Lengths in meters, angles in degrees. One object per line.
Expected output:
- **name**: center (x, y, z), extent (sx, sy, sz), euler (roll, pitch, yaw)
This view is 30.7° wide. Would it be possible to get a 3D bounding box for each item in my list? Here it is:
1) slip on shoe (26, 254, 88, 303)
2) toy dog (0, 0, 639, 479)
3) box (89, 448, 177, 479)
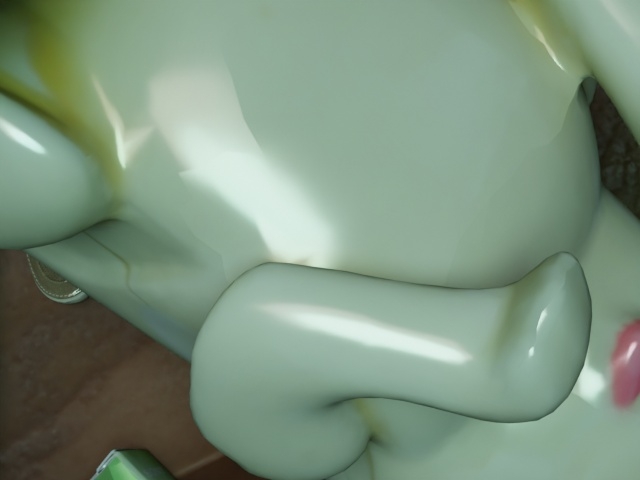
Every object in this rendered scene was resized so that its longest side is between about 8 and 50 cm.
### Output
- **slip on shoe**: center (-0.157, -0.030, 0.707), extent (0.052, 0.041, 0.135), euler (2, 82, 9)
- **toy dog**: center (0.000, 0.000, 0.525), extent (0.408, 0.395, 0.284), euler (42, 55, -15)
- **box**: center (-0.072, 0.307, 0.637), extent (0.322, 0.058, 0.232), euler (43, 90, 11)
